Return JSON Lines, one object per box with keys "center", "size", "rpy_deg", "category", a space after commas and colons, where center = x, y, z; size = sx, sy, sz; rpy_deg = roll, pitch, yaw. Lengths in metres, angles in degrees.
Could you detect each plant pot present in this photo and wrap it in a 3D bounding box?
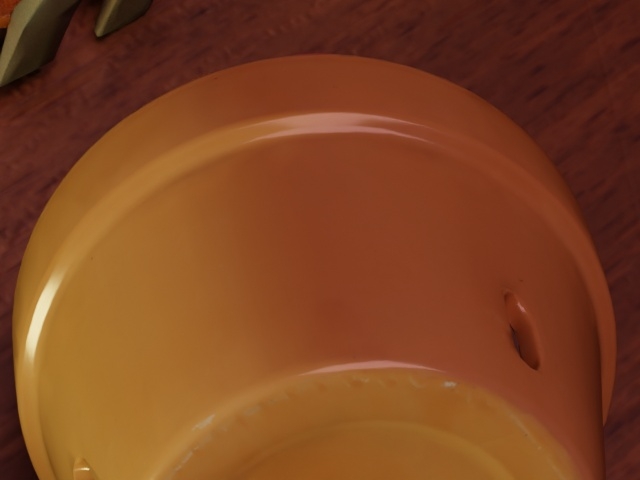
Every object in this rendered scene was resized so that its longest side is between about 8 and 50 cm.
{"center": [0.007, 0.088, 0.790], "size": [0.291, 0.291, 0.203], "rpy_deg": [8, 26, -12], "category": "plant pot"}

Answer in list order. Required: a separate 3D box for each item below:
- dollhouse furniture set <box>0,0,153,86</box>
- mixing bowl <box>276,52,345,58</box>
{"center": [-0.248, -0.193, 0.998], "size": [0.259, 0.135, 0.262], "rpy_deg": [-34, 78, -38], "category": "dollhouse furniture set"}
{"center": [0.000, 0.000, 0.971], "size": [0.181, 0.098, 0.181], "rpy_deg": [6, 63, -13], "category": "mixing bowl"}
